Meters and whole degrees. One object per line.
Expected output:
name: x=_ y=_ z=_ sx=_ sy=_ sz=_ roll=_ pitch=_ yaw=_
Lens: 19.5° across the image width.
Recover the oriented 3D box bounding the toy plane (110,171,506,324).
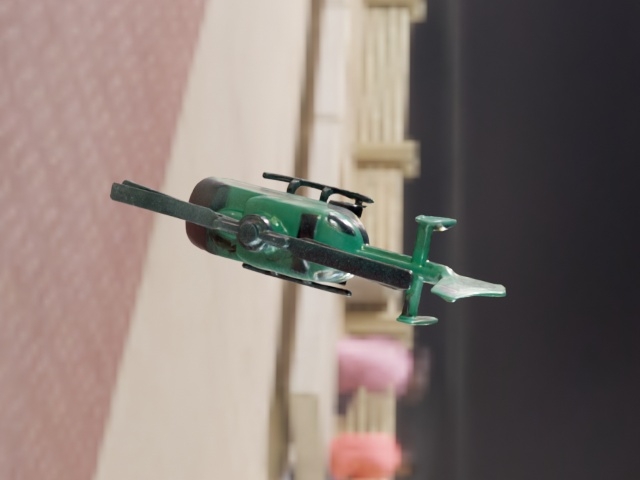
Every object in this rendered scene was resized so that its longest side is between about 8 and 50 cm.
toy plane: x=0.000 y=0.000 z=1.021 sx=0.096 sy=0.235 sz=0.060 roll=10 pitch=95 yaw=-60
